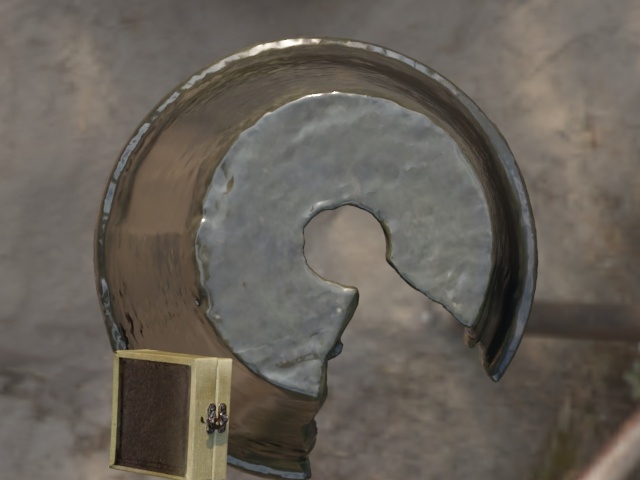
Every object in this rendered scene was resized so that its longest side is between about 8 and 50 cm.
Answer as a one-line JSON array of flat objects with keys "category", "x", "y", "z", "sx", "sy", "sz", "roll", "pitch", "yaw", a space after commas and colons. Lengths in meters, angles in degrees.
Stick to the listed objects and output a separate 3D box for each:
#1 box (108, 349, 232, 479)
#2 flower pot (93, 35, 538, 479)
[{"category": "box", "x": -0.095, "y": 0.112, "z": 1.039, "sx": 0.035, "sy": 0.083, "sz": 0.079, "roll": 4, "pitch": 88, "yaw": -48}, {"category": "flower pot", "x": 0.000, "y": 0.000, "z": 1.255, "sx": 0.379, "sy": 0.251, "sz": 0.379, "roll": 0, "pitch": 87, "yaw": -3}]
